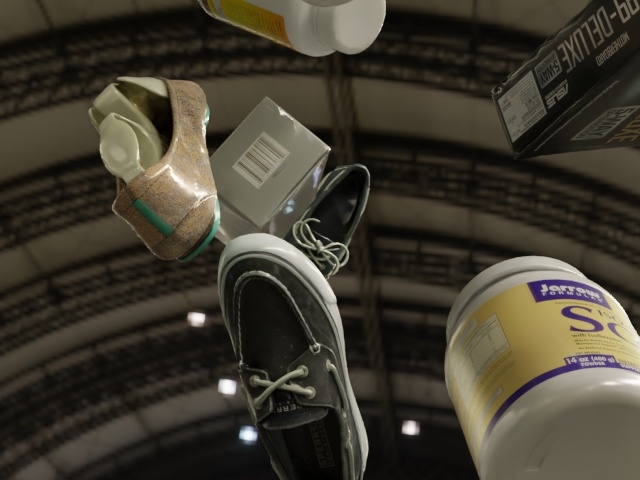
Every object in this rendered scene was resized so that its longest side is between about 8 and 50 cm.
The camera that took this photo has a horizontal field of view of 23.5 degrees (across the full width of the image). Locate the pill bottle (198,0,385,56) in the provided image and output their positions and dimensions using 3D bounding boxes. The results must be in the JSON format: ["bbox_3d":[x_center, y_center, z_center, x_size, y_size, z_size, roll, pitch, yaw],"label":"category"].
[{"bbox_3d":[-0.033,-0.277,1.722,0.215,0.117,0.117,27,-7,38],"label":"pill bottle"}]

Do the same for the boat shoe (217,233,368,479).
[{"bbox_3d":[-0.028,0.139,1.471,0.108,0.102,0.301,-10,-63,11],"label":"boat shoe"}]

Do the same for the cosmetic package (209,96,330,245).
[{"bbox_3d":[-0.070,-0.062,1.777,0.107,0.127,0.238,39,-10,7],"label":"cosmetic package"}]

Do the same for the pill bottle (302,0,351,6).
[{"bbox_3d":[-0.047,-0.352,1.478,0.160,0.283,0.160,-23,-42,-22],"label":"pill bottle"}]

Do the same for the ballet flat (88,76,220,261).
[{"bbox_3d":[-0.159,-0.095,1.429,0.106,0.316,0.107,36,-77,-26],"label":"ballet flat"}]

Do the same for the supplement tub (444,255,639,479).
[{"bbox_3d":[0.278,0.183,1.817,0.241,0.331,0.241,-3,-62,-6],"label":"supplement tub"}]

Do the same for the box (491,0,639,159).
[{"bbox_3d":[0.335,-0.182,1.384,0.242,0.076,0.307,-7,-21,-31],"label":"box"}]

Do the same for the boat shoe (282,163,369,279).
[{"bbox_3d":[0.000,0.000,2.238,0.095,0.254,0.079,36,-17,-7],"label":"boat shoe"}]
